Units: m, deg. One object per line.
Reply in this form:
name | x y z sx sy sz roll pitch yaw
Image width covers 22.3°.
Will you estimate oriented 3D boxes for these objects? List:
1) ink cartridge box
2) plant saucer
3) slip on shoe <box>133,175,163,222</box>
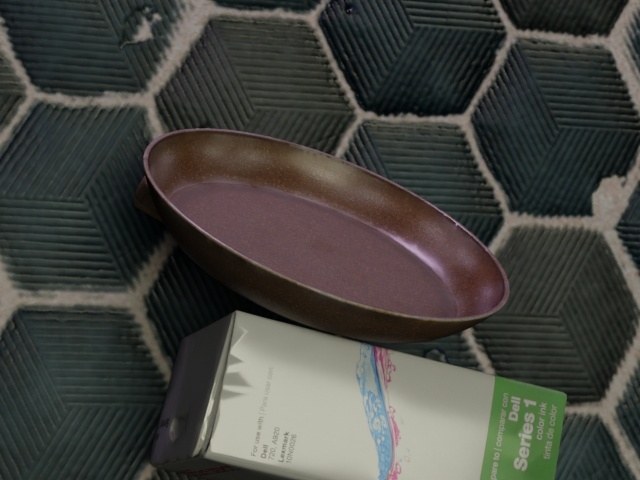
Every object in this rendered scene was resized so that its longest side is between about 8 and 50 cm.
ink cartridge box | 0.024 0.152 1.298 0.278 0.201 0.117 15 76 -14
plant saucer | 0.000 0.000 1.299 0.310 0.310 0.050 16 112 -14
slip on shoe | -0.096 -0.013 1.377 0.135 0.051 0.041 31 113 -18
